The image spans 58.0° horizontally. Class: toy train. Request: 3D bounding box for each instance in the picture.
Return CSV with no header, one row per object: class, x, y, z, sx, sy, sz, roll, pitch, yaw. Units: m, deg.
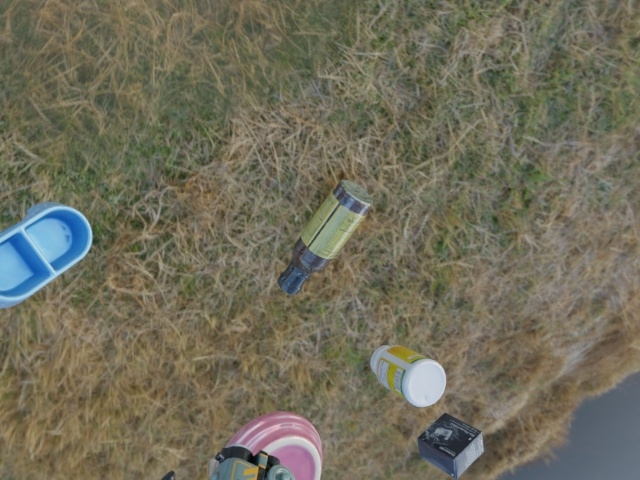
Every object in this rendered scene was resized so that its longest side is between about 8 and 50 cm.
toy train,-0.169,0.601,1.253,0.190,0.334,0.142,32,123,-16

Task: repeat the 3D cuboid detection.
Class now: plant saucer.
plant saucer,-0.122,0.631,1.550,0.332,0.084,0.332,-6,101,-34

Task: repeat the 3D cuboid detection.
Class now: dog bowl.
dog bowl,-0.645,0.028,1.296,0.297,0.074,0.166,-44,116,-37

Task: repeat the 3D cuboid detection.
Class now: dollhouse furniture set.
dollhouse furniture set,-0.288,0.762,1.788,0.123,0.151,0.144,4,153,-14

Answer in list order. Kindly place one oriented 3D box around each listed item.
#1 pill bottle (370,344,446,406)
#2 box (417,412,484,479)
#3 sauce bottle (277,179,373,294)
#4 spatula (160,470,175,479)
pill bottle,0.211,0.331,1.456,0.117,0.208,0.118,-2,95,-23
box,0.436,0.683,1.933,0.158,0.156,0.093,-29,120,-33
sauce bottle,0.000,0.000,1.509,0.111,0.111,0.344,22,120,-30
spatula,-0.287,0.463,0.925,0.030,0.084,0.296,22,118,-11
